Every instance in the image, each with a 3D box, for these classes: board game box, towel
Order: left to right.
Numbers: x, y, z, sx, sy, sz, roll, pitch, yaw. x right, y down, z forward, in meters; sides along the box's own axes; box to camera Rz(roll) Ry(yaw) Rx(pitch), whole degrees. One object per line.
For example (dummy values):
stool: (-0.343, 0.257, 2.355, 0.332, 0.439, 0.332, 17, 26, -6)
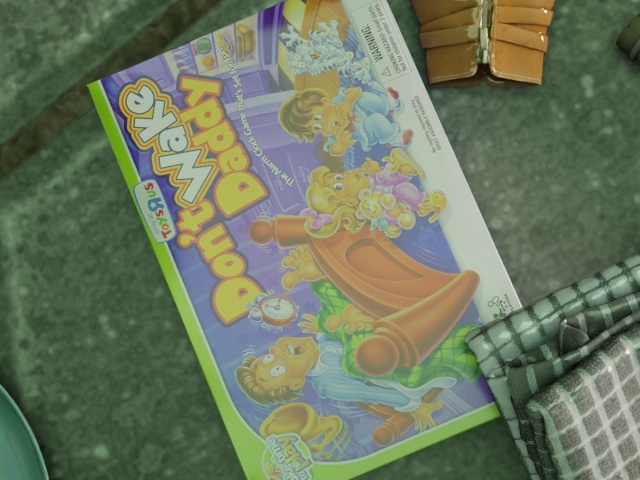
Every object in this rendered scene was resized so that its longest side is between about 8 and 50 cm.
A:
board game box: (0.000, 0.000, 0.946, 0.233, 0.078, 0.347, -24, 83, 1)
towel: (0.260, 0.143, 0.841, 0.235, 0.121, 0.283, -24, 113, 3)

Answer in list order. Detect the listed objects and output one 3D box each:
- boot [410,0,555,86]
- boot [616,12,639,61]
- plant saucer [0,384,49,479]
boot: (0.167, -0.196, 0.964, 0.197, 0.073, 0.152, -4, 84, 12)
boot: (0.353, -0.131, 0.939, 0.189, 0.076, 0.208, -46, 76, 12)
plant saucer: (-0.357, 0.221, 0.964, 0.318, 0.044, 0.317, 0, 83, 3)
